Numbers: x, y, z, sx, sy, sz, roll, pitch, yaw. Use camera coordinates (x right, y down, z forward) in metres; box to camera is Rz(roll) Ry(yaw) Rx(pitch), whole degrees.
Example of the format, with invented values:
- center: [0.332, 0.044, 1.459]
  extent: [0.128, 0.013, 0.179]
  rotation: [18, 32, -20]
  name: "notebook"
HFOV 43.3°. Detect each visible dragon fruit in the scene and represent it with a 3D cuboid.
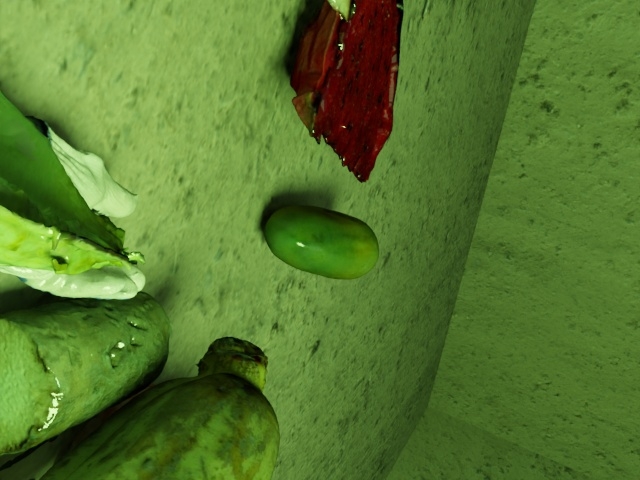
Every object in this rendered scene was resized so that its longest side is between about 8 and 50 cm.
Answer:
- center: [0.037, -0.230, 1.027]
  extent: [0.343, 0.100, 0.282]
  rotation: [33, 77, -74]
  name: "dragon fruit"

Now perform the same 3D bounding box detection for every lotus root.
- center: [-0.132, 0.204, 0.683]
  extent: [0.309, 0.173, 0.173]
  rotation: [-44, 150, -42]
  name: "lotus root"

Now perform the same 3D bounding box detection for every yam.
- center: [-0.210, 0.102, 0.693]
  extent: [0.194, 0.107, 0.107]
  rotation: [-14, 123, -69]
  name: "yam"

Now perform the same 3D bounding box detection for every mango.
- center: [-0.005, -0.002, 1.105]
  extent: [0.237, 0.137, 0.091]
  rotation: [16, 95, -58]
  name: "mango"

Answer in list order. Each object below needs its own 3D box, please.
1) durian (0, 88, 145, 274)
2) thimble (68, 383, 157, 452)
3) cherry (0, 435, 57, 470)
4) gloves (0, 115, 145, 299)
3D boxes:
- center: [-0.210, -0.086, 0.296]
  extent: [0.394, 0.198, 0.163]
  rotation: [41, 57, -44]
  name: "durian"
- center: [-0.176, 0.280, 0.883]
  extent: [0.239, 0.162, 0.239]
  rotation: [-55, 158, -36]
  name: "thimble"
- center: [-0.280, 0.190, 0.637]
  extent: [0.225, 0.090, 0.107]
  rotation: [-62, 149, -58]
  name: "cherry"
- center: [-0.197, -0.017, 0.617]
  extent: [0.119, 0.097, 0.229]
  rotation: [-58, 154, -16]
  name: "gloves"
